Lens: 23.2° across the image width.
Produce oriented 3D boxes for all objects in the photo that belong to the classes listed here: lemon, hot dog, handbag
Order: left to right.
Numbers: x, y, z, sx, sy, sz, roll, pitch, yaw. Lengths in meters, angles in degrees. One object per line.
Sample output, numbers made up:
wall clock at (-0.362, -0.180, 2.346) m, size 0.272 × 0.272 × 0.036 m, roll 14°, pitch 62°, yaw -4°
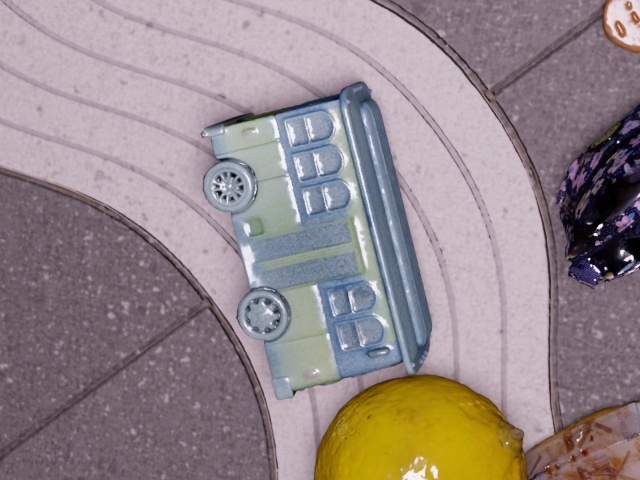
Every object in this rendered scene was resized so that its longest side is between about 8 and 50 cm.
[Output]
lemon at (0.105, 0.260, 1.679) m, size 0.228 × 0.253 × 0.228 m, roll 5°, pitch 76°, yaw -19°
hot dog at (0.301, 0.261, 1.731) m, size 0.252 × 0.069 × 0.131 m, roll -27°, pitch 103°, yaw 17°
handbag at (0.332, -0.055, 1.594) m, size 0.228 × 0.208 × 0.127 m, roll -41°, pitch 95°, yaw 12°

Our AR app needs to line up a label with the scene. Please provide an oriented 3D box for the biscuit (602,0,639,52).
biscuit at (0.405, -0.352, 1.609) m, size 0.205 × 0.049 × 0.324 m, roll 5°, pitch 101°, yaw 9°

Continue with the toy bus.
toy bus at (0.000, 0.000, 1.696) m, size 0.190 × 0.152 × 0.312 m, roll -12°, pitch 97°, yaw 13°
